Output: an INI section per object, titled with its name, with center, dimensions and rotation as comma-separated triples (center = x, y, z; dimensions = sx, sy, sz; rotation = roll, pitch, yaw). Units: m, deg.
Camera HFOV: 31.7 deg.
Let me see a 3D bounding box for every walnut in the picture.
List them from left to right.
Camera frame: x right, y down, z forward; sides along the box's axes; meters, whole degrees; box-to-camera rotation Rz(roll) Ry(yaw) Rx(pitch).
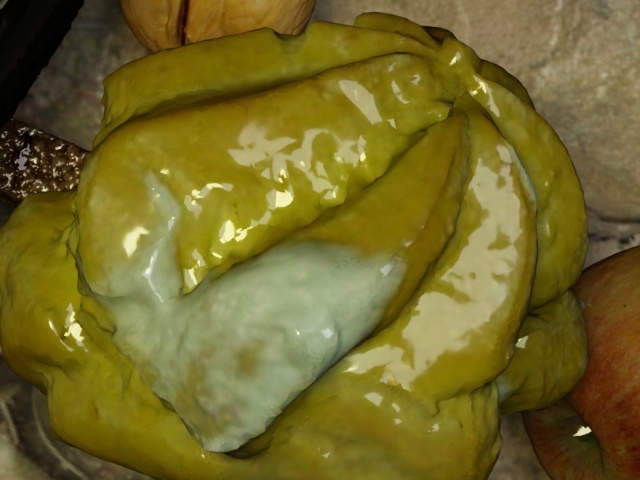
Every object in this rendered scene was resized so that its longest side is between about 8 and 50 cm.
[walnut]
center = -0.069, -0.197, 0.798
dimensions = 0.144, 0.144, 0.180
rotation = 16, 86, -13

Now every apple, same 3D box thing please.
[apple]
center = 0.250, 0.107, 0.815
dimensions = 0.188, 0.211, 0.211
rotation = -19, 90, -23

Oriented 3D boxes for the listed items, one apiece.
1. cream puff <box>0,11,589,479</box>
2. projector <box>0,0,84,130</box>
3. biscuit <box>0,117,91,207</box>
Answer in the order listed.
[cream puff]
center = 0.000, 0.000, 0.675
dimensions = 0.378, 0.378, 0.275
rotation = 10, 98, -13
[projector]
center = -0.374, -0.147, 0.620
dimensions = 0.405, 0.242, 0.395
rotation = 29, 62, -7
[biscuit]
center = -0.247, -0.069, 0.791
dimensions = 0.199, 0.034, 0.064
rotation = 24, 79, -10
